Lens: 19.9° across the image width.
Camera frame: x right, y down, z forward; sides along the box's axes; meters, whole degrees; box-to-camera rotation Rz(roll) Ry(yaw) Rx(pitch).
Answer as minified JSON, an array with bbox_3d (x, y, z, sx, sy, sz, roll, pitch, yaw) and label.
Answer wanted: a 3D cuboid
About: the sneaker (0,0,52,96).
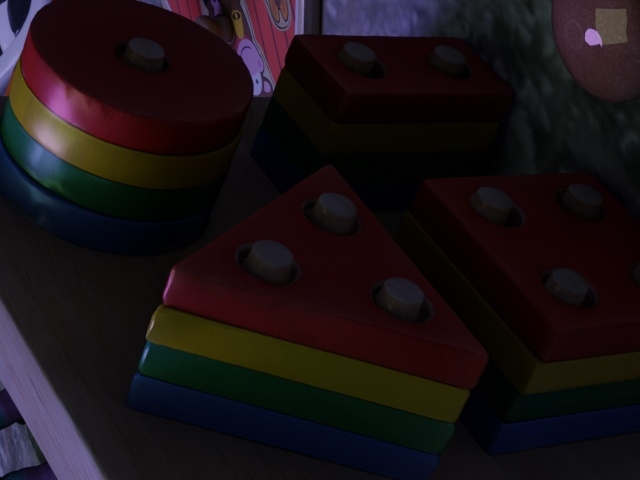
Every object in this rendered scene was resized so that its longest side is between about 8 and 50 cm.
[{"bbox_3d":[-0.182,-0.169,1.160,0.217,0.079,0.121,-52,55,51],"label":"sneaker"}]

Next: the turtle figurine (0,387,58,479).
[{"bbox_3d":[-0.338,0.202,1.504,0.118,0.234,0.175,5,110,64],"label":"turtle figurine"}]

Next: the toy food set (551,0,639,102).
[{"bbox_3d":[0.115,-0.103,0.585,0.128,0.071,0.218,6,110,63],"label":"toy food set"}]

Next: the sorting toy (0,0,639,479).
[{"bbox_3d":[0.000,0.000,0.691,0.257,0.255,0.089,52,132,38],"label":"sorting toy"}]

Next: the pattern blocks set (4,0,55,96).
[{"bbox_3d":[-0.084,-0.180,0.823,0.325,0.026,0.285,-137,67,-81],"label":"pattern blocks set"}]

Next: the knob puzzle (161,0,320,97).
[{"bbox_3d":[-0.055,-0.137,0.962,0.213,0.030,0.213,41,140,48],"label":"knob puzzle"}]
